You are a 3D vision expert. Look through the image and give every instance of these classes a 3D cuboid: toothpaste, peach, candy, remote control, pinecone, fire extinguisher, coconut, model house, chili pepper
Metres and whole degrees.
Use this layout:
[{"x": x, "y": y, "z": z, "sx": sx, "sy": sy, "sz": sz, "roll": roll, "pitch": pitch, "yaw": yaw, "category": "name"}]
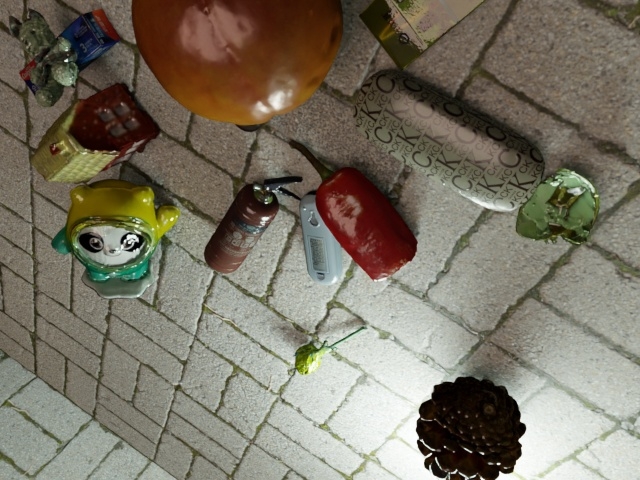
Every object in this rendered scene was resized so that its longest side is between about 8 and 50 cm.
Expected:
[{"x": -0.601, "y": -0.435, "z": 1.292, "sx": 0.321, "sy": 0.066, "sz": 0.076, "roll": -15, "pitch": 113, "yaw": 38, "category": "toothpaste"}, {"x": -0.139, "y": -0.368, "z": 0.883, "sx": 0.343, "sy": 0.342, "sz": 0.301, "roll": -1, "pitch": 143, "yaw": 31, "category": "peach"}, {"x": 0.023, "y": 0.280, "z": 1.429, "sx": 0.262, "sy": 0.073, "sz": 0.077, "roll": -36, "pitch": 72, "yaw": 35, "category": "candy"}, {"x": 0.000, "y": 0.000, "z": 1.251, "sx": 0.087, "sy": 0.047, "sz": 0.244, "roll": 11, "pitch": 125, "yaw": 28, "category": "remote control"}, {"x": 0.330, "y": 0.458, "z": 1.251, "sx": 0.246, "sy": 0.246, "sz": 0.292, "roll": 22, "pitch": 132, "yaw": 16, "category": "pinecone"}, {"x": -0.155, "y": -0.047, "z": 1.285, "sx": 0.138, "sy": 0.102, "sz": 0.344, "roll": 18, "pitch": 137, "yaw": -24, "category": "fire extinguisher"}, {"x": 0.420, "y": -0.053, "z": 0.957, "sx": 0.133, "sy": 0.055, "sz": 0.158, "roll": 43, "pitch": 134, "yaw": -4, "category": "coconut"}, {"x": -0.547, "y": -0.235, "z": 1.275, "sx": 0.196, "sy": 0.254, "sz": 0.160, "roll": -22, "pitch": 105, "yaw": 38, "category": "model house"}, {"x": 0.056, "y": -0.078, "z": 1.109, "sx": 0.135, "sy": 0.131, "sz": 0.338, "roll": -32, "pitch": 100, "yaw": 31, "category": "chili pepper"}]

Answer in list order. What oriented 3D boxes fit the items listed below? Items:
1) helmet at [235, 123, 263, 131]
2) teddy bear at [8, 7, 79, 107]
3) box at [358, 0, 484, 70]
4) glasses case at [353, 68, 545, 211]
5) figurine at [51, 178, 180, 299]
[{"x": -0.134, "y": -0.289, "z": 1.112, "sx": 0.098, "sy": 0.070, "sz": 0.123, "roll": 36, "pitch": 140, "yaw": 13, "category": "helmet"}, {"x": -0.593, "y": -0.405, "z": 1.210, "sx": 0.133, "sy": 0.111, "sz": 0.213, "roll": -32, "pitch": 78, "yaw": 20, "category": "teddy bear"}, {"x": 0.168, "y": -0.387, "z": 0.892, "sx": 0.121, "sy": 0.030, "sz": 0.193, "roll": 50, "pitch": 131, "yaw": -8, "category": "box"}, {"x": 0.221, "y": -0.178, "z": 0.968, "sx": 0.355, "sy": 0.085, "sz": 0.137, "roll": 31, "pitch": 133, "yaw": 8, "category": "glasses case"}, {"x": -0.543, "y": -0.018, "z": 1.451, "sx": 0.324, "sy": 0.231, "sz": 0.340, "roll": 1, "pitch": 135, "yaw": -17, "category": "figurine"}]
